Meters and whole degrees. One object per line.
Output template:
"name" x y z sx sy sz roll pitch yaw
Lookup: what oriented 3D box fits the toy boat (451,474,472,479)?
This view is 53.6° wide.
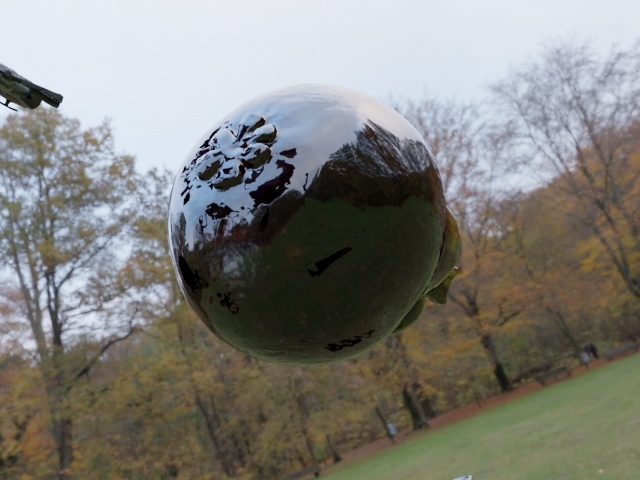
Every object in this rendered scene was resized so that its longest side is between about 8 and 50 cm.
"toy boat" 0.103 0.290 0.661 0.141 0.060 0.055 -35 -1 -2

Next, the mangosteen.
"mangosteen" -0.010 -0.011 0.672 0.297 0.296 0.313 -23 -16 7

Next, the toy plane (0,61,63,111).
"toy plane" -0.487 -0.250 0.938 0.197 0.053 0.078 33 -22 -34
